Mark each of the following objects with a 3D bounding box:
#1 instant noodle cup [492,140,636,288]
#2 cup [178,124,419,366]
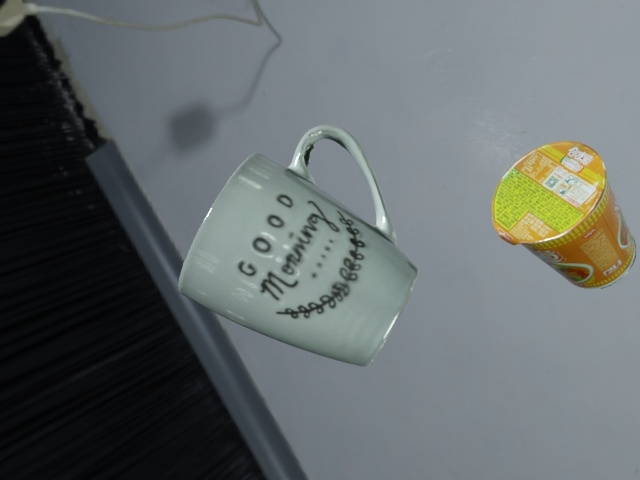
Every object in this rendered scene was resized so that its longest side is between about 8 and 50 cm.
[{"bbox_3d":[0.358,-0.020,1.114,0.168,0.185,0.168,-26,44,28],"label":"instant noodle cup"},{"bbox_3d":[0.000,0.000,0.910,0.234,0.186,0.258,27,83,2],"label":"cup"}]
